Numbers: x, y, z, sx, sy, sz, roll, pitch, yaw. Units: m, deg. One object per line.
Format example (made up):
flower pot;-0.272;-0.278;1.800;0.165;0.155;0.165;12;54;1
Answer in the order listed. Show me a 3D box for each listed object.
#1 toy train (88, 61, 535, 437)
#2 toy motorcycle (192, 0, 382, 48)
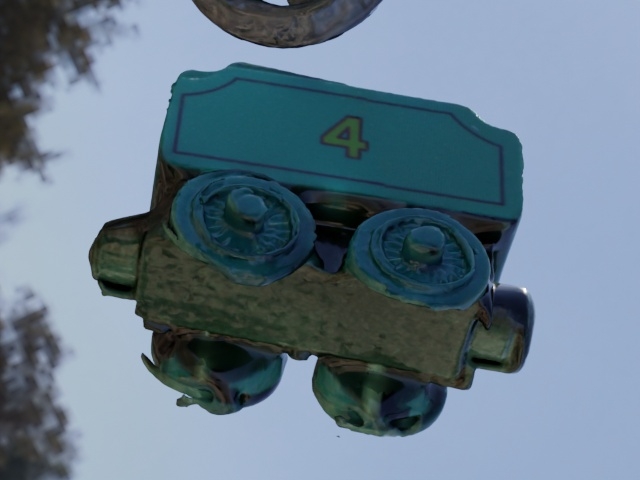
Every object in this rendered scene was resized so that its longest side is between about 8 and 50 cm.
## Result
toy train;0.000;0.000;0.840;0.154;0.198;0.107;-82;-176;-46
toy motorcycle;0.009;-0.214;0.677;0.198;0.296;0.109;25;-11;21
